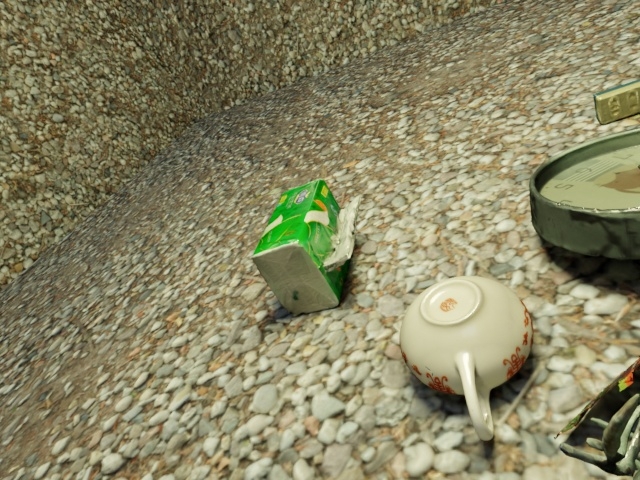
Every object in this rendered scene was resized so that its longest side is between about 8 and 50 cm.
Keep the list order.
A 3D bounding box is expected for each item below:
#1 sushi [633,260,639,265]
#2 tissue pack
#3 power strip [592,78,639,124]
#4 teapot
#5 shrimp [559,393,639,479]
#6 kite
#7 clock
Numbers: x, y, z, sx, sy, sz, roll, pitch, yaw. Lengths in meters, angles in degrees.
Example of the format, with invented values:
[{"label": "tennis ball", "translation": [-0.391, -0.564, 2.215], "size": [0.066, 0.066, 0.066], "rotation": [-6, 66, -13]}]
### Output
[{"label": "sushi", "translation": [0.422, 0.013, 0.594], "size": [0.046, 0.044, 0.083], "rotation": [-33, 30, -7]}, {"label": "tissue pack", "translation": [0.001, 0.002, 0.876], "size": [0.156, 0.148, 0.209], "rotation": [-17, 30, 23]}, {"label": "power strip", "translation": [0.577, -0.263, 0.904], "size": [0.123, 0.056, 0.032], "rotation": [-17, 31, 19]}, {"label": "teapot", "translation": [0.173, 0.119, 0.593], "size": [0.159, 0.116, 0.246], "rotation": [-5, 40, 17]}, {"label": "shrimp", "translation": [0.333, 0.138, 0.363], "size": [0.410, 0.166, 0.221], "rotation": [-22, -7, -15]}, {"label": "kite", "translation": [0.293, 0.125, 0.460], "size": [0.010, 0.159, 0.190], "rotation": [47, 119, 30]}, {"label": "clock", "translation": [0.449, -0.080, 0.654], "size": [0.324, 0.067, 0.325], "rotation": [-18, 20, 7]}]
